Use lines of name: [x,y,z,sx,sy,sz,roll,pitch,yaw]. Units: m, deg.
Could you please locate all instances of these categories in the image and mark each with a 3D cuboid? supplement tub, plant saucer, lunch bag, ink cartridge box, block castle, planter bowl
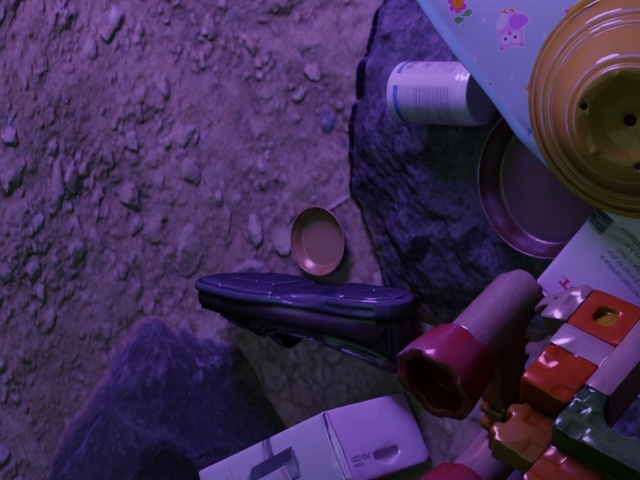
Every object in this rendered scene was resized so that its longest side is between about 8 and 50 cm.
supplement tub: [0.132,-0.160,1.638,0.107,0.071,0.071,7,99,39]
plant saucer: [0.000,0.000,1.799,0.083,0.015,0.083,6,99,39]
plant saucer: [0.242,-0.065,1.586,0.168,0.029,0.168,6,99,38]
lunch bag: [0.256,-0.206,1.459,0.223,0.160,0.262,-43,63,22]
ink cartridge box: [-0.008,0.261,1.741,0.218,0.158,0.092,-28,77,37]
ink cartridge box: [0.353,0.015,1.458,0.172,0.100,0.237,49,122,24]
block castle: [0.282,0.250,1.383,0.453,0.213,0.303,27,143,30]
planter bowl: [0.281,-0.114,1.338,0.217,0.090,0.217,6,107,19]

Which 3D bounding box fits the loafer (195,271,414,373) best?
loafer: [-0.026,0.096,1.777,0.302,0.109,0.095,5,102,36]
